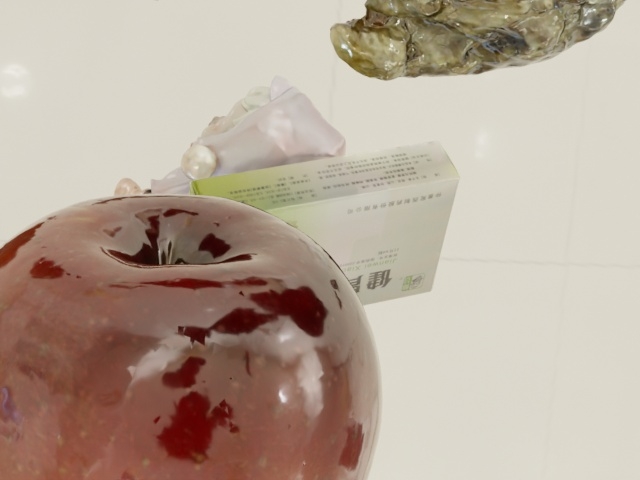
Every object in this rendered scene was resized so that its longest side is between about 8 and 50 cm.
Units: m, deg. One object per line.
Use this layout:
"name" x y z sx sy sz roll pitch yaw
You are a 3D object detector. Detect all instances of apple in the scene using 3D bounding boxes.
"apple" -0.080 0.084 0.530 0.218 0.218 0.201 -11 125 -32

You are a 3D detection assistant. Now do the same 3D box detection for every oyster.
"oyster" 0.074 -0.090 0.391 0.148 0.103 0.051 -14 92 -1

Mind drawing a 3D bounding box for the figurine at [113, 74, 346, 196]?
"figurine" -0.101 -0.070 1.194 0.133 0.276 0.200 59 23 0

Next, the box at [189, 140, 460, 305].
"box" 0.000 0.000 1.088 0.260 0.062 0.175 -11 139 -17
